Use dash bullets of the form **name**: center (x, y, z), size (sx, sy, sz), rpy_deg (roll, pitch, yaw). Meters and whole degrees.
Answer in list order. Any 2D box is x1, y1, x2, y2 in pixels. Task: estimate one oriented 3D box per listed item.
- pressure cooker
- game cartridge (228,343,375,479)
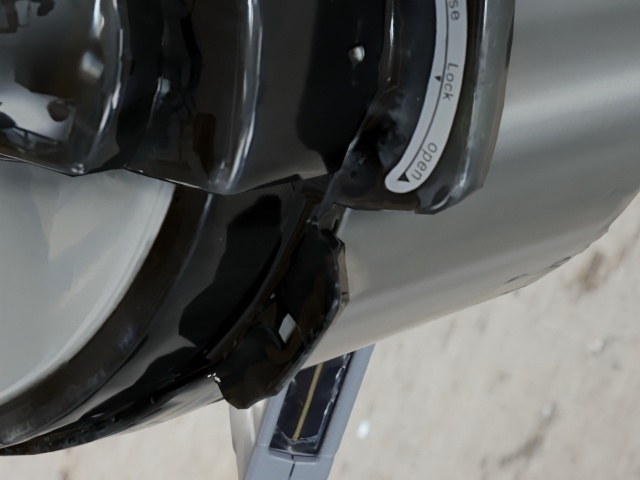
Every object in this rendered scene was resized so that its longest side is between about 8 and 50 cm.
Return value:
- **pressure cooker**: center (-0.077, -0.111, 0.713), size (0.370, 0.420, 0.375), rpy_deg (-36, 77, 38)
- **game cartridge**: center (0.000, 0.000, 1.125), size (0.196, 0.060, 0.294), rpy_deg (-94, 19, -60)
